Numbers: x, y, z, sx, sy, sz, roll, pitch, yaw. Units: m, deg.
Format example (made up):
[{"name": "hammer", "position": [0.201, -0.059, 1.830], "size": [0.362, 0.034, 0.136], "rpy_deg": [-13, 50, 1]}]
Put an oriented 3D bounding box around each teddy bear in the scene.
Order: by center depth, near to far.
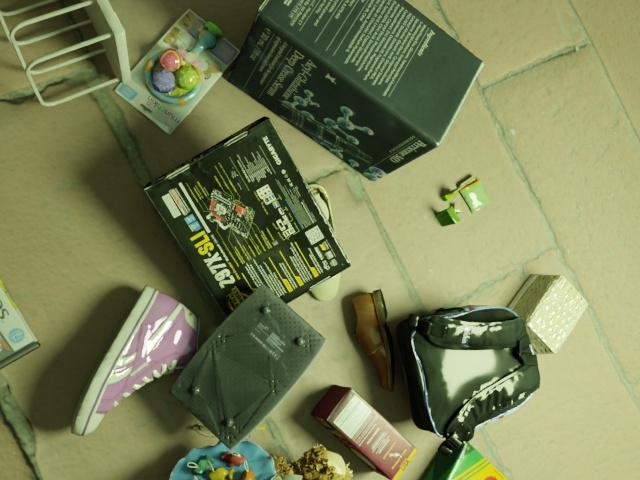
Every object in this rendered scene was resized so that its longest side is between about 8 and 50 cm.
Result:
[{"name": "teddy bear", "position": [-0.096, 0.457, 1.083], "size": [0.337, 0.245, 0.113], "rpy_deg": [-13, 112, -21]}]

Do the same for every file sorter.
[{"name": "file sorter", "position": [-0.478, -0.411, 1.091], "size": [0.173, 0.193, 0.278], "rpy_deg": [-26, 87, -17]}]

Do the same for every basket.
[{"name": "basket", "position": [0.505, 0.165, 1.400], "size": [0.113, 0.103, 0.167], "rpy_deg": [45, 70, -9]}]

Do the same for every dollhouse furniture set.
[{"name": "dollhouse furniture set", "position": [0.333, -0.091, 1.403], "size": [0.151, 0.058, 0.076], "rpy_deg": [-33, 94, -21]}]

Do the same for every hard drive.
[{"name": "hard drive", "position": [-0.127, 0.223, 1.107], "size": [0.172, 0.054, 0.255], "rpy_deg": [41, 87, 7]}]

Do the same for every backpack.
[{"name": "backpack", "position": [0.297, 0.253, 1.260], "size": [0.263, 0.213, 0.277], "rpy_deg": [-11, 92, -12]}]

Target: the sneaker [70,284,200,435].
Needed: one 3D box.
[{"name": "sneaker", "position": [-0.314, 0.238, 1.106], "size": [0.161, 0.102, 0.282], "rpy_deg": [33, 73, -15]}]

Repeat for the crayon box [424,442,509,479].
[{"name": "crayon box", "position": [0.270, 0.593, 1.236], "size": [0.202, 0.081, 0.318], "rpy_deg": [43, 61, -9]}]

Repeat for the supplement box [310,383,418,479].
[{"name": "supplement box", "position": [0.085, 0.377, 1.220], "size": [0.188, 0.104, 0.081], "rpy_deg": [44, 71, -8]}]

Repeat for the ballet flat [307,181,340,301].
[{"name": "ballet flat", "position": [0.000, 0.000, 1.261], "size": [0.086, 0.086, 0.249], "rpy_deg": [-8, 85, -20]}]

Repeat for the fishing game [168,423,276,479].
[{"name": "fishing game", "position": [-0.166, 0.397, 1.041], "size": [0.189, 0.264, 0.041], "rpy_deg": [1, 116, 6]}]

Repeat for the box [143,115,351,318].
[{"name": "box", "position": [-0.127, -0.028, 1.146], "size": [0.257, 0.079, 0.322], "rpy_deg": [-30, 107, 0]}]

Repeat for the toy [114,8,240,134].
[{"name": "toy", "position": [-0.279, -0.346, 1.230], "size": [0.137, 0.056, 0.237], "rpy_deg": [38, 72, -9]}]

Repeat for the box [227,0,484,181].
[{"name": "box", "position": [0.055, -0.334, 1.219], "size": [0.395, 0.293, 0.212], "rpy_deg": [33, 73, -11]}]

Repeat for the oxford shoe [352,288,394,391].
[{"name": "oxford shoe", "position": [0.112, 0.211, 1.286], "size": [0.076, 0.076, 0.212], "rpy_deg": [-12, 88, 10]}]

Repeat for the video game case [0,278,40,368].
[{"name": "video game case", "position": [-0.662, 0.145, 1.032], "size": [0.274, 0.035, 0.248], "rpy_deg": [-31, 93, -21]}]
